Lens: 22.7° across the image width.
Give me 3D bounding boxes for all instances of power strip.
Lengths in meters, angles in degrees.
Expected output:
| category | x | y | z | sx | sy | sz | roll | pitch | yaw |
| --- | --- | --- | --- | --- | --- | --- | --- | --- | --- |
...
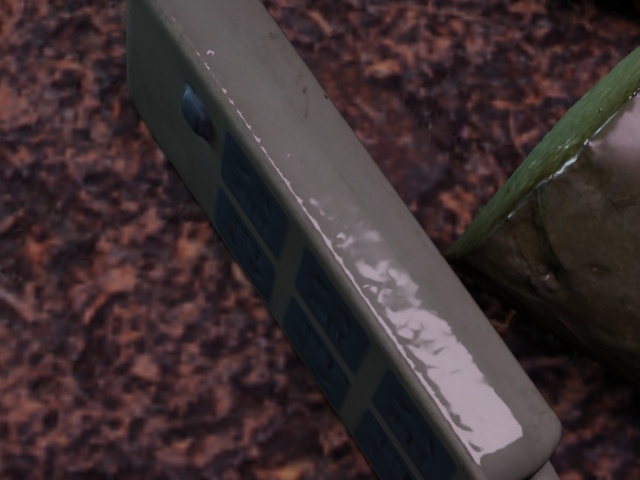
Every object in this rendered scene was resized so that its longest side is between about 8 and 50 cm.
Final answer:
| category | x | y | z | sx | sy | sz | roll | pitch | yaw |
| --- | --- | --- | --- | --- | --- | --- | --- | --- | --- |
| power strip | 0.000 | 0.000 | 0.627 | 0.046 | 0.118 | 0.270 | -30 | 75 | -14 |

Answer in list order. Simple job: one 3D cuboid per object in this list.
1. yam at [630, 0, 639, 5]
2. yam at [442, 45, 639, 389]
| category | x | y | z | sx | sy | sz | roll | pitch | yaw |
| --- | --- | --- | --- | --- | --- | --- | --- | --- | --- |
| yam | 0.186 | -0.149 | 0.715 | 0.194 | 0.107 | 0.107 | 19 | 68 | 0 |
| yam | 0.198 | 0.019 | 0.620 | 0.268 | 0.161 | 0.161 | 35 | 69 | 8 |
